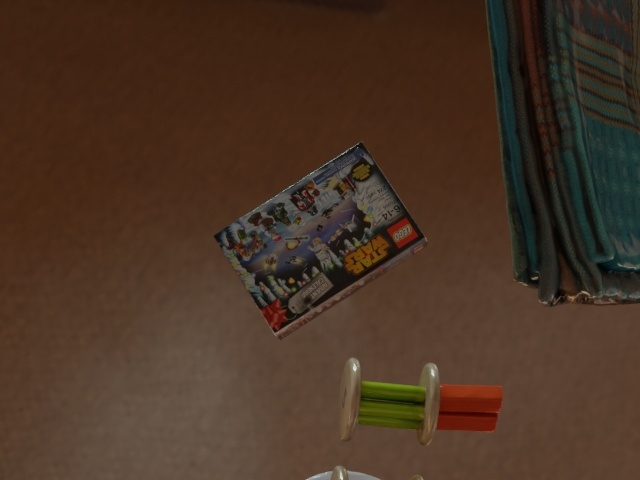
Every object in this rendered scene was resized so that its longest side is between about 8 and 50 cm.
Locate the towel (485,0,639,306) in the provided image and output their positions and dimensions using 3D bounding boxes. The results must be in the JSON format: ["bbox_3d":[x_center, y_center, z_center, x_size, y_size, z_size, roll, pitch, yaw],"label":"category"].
[{"bbox_3d":[0.163,-0.105,0.912,0.370,0.040,0.271,3,80,-61],"label":"towel"}]

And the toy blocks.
[{"bbox_3d":[0.083,0.140,1.212,0.148,0.123,0.054,7,3,-8],"label":"toy blocks"}]

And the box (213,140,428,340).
[{"bbox_3d":[0.000,0.000,1.467,0.094,0.137,0.027,57,-2,17],"label":"box"}]

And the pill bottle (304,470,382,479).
[{"bbox_3d":[-0.022,0.294,1.416,0.169,0.301,0.169,11,52,-14],"label":"pill bottle"}]
